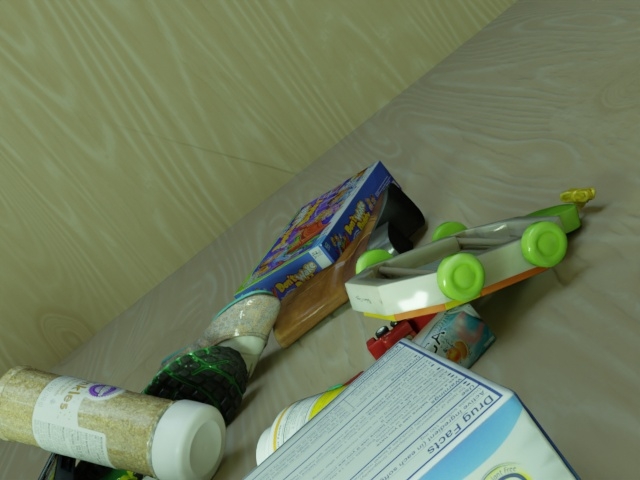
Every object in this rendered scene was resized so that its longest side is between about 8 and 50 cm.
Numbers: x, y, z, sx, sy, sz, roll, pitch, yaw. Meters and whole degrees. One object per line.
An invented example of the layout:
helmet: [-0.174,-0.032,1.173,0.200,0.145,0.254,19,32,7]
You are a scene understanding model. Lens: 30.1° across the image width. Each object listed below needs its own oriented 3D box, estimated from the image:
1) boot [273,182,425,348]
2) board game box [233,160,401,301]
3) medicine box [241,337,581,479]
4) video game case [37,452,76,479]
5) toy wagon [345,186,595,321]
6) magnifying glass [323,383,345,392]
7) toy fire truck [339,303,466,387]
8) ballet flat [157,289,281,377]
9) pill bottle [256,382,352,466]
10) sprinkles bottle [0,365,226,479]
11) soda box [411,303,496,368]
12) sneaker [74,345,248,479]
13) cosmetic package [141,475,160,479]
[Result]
boot: [0.047,0.044,2.035,0.280,0.096,0.264,-39,23,26]
board game box: [0.000,0.000,2.308,0.233,0.078,0.347,-31,14,34]
medicine box: [0.059,0.241,1.039,0.263,0.149,0.289,-40,12,-8]
video game case: [-0.439,0.447,1.787,0.274,0.035,0.248,-63,11,3]
toy wagon: [0.208,0.015,1.516,0.344,0.068,0.267,-20,8,-19]
magnifying glass: [0.015,0.238,1.504,0.092,0.026,0.231,-38,10,2]
toy fire truck: [0.110,0.138,1.525,0.192,0.047,0.135,-37,12,5]
ballet flat: [-0.162,0.198,1.997,0.316,0.108,0.106,-41,49,41]
pill bottle: [0.024,0.221,1.300,0.215,0.117,0.117,-26,17,48]
sprinkles bottle: [-0.315,0.269,1.737,0.356,0.121,0.121,7,37,28]
soda box: [0.121,0.155,1.406,0.183,0.058,0.063,-44,13,-21]
sneaker: [-0.263,0.286,1.883,0.343,0.134,0.146,-40,11,-3]
cosmetic package: [-0.246,0.418,1.341,0.296,0.129,0.153,-43,11,-22]
